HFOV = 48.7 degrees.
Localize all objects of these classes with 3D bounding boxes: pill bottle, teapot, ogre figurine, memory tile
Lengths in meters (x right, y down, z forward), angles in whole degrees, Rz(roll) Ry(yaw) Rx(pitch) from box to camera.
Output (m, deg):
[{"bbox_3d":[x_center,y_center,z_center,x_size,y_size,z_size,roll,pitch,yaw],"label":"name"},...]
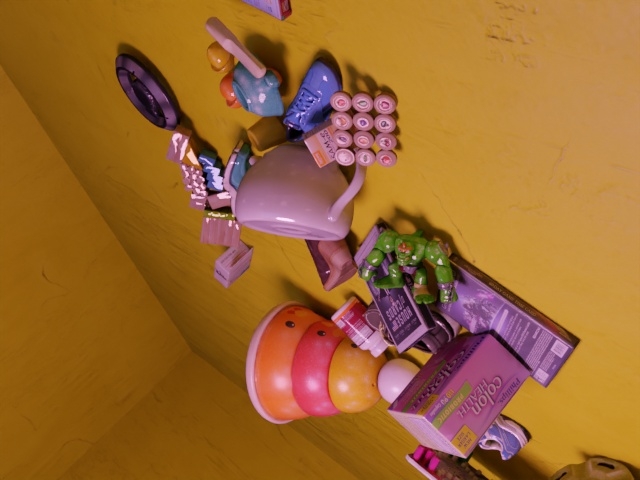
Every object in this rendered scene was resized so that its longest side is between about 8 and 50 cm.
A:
[{"bbox_3d":[0.108,0.221,1.800,0.152,0.086,0.086,44,157,4],"label":"pill bottle"},{"bbox_3d":[-0.041,-0.109,1.397,0.255,0.187,0.252,9,173,4],"label":"teapot"},{"bbox_3d":[0.167,0.043,1.342,0.197,0.096,0.118,24,117,44],"label":"ogre figurine"},{"bbox_3d":[0.073,-0.185,1.191,0.113,0.012,0.148,7,135,14],"label":"memory tile"}]

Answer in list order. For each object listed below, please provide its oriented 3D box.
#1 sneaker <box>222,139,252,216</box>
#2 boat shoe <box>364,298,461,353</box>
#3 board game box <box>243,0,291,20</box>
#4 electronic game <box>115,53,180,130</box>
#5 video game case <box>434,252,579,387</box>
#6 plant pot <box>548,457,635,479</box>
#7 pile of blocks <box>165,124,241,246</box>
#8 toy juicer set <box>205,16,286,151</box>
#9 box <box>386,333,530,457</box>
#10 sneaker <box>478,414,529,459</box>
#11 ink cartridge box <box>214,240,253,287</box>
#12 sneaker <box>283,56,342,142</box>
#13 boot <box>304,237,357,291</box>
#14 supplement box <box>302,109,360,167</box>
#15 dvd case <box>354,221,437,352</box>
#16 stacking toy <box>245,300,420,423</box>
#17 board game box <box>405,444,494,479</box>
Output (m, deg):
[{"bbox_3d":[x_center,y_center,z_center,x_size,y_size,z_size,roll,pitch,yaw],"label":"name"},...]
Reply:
[{"bbox_3d":[-0.160,-0.138,1.692,0.109,0.107,0.275,17,154,15],"label":"sneaker"},{"bbox_3d":[0.185,0.192,1.610,0.109,0.091,0.305,55,156,-19],"label":"boat shoe"},{"bbox_3d":[-0.121,-0.487,1.096,0.145,0.027,0.281,33,154,26],"label":"board game box"},{"bbox_3d":[-0.442,-0.376,1.810,0.229,0.048,0.229,38,158,19],"label":"electronic game"},{"bbox_3d":[0.346,0.156,1.360,0.274,0.026,0.196,38,156,22],"label":"video game case"},{"bbox_3d":[0.580,0.593,1.423,0.276,0.276,0.254,-6,113,62],"label":"plant pot"},{"bbox_3d":[-0.290,-0.155,1.880,0.113,0.148,0.362,-88,-16,-58],"label":"pile of blocks"},{"bbox_3d":[-0.135,-0.320,1.337,0.209,0.089,0.329,55,168,14],"label":"toy juicer set"},{"bbox_3d":[0.275,0.314,1.456,0.117,0.213,0.243,44,165,-2],"label":"box"},{"bbox_3d":[0.387,0.441,1.686,0.211,0.081,0.080,24,151,45],"label":"sneaker"},{"bbox_3d":[-0.267,0.066,2.171,0.061,0.104,0.181,42,156,8],"label":"ink cartridge box"},{"bbox_3d":[-0.019,-0.240,1.263,0.069,0.082,0.209,45,156,8],"label":"sneaker"},{"bbox_3d":[0.000,0.000,1.666,0.207,0.090,0.248,55,165,16],"label":"boot"},{"bbox_3d":[0.025,-0.182,1.254,0.062,0.098,0.036,57,-173,-27],"label":"supplement box"},{"bbox_3d":[0.150,0.102,1.478,0.239,0.029,0.179,65,159,17],"label":"dvd case"},{"bbox_3d":[0.070,0.354,1.926,0.479,0.351,0.351,2,135,33],"label":"stacking toy"},{"bbox_3d":[0.430,0.629,1.749,0.390,0.050,0.390,34,-177,27],"label":"board game box"}]
